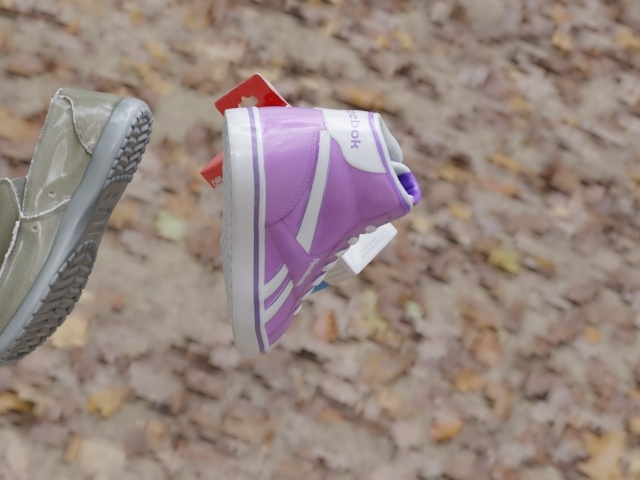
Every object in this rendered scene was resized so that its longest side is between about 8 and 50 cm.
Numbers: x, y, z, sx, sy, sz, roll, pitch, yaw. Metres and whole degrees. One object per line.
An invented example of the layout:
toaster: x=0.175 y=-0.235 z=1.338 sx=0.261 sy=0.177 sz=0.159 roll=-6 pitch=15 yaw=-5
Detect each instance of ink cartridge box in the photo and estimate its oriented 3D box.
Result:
ink cartridge box: x=-0.040 y=-0.059 z=2.071 sx=0.231 sy=0.134 sz=0.078 roll=49 pitch=63 yaw=-8

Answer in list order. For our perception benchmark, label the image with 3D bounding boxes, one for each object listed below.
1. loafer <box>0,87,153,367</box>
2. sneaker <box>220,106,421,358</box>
loafer: x=-0.225 y=-0.014 z=1.554 sx=0.087 sy=0.251 sz=0.094 roll=28 pitch=2 yaw=11
sneaker: x=0.000 y=0.001 z=1.553 sx=0.161 sy=0.282 sz=0.102 roll=-5 pitch=55 yaw=-9
